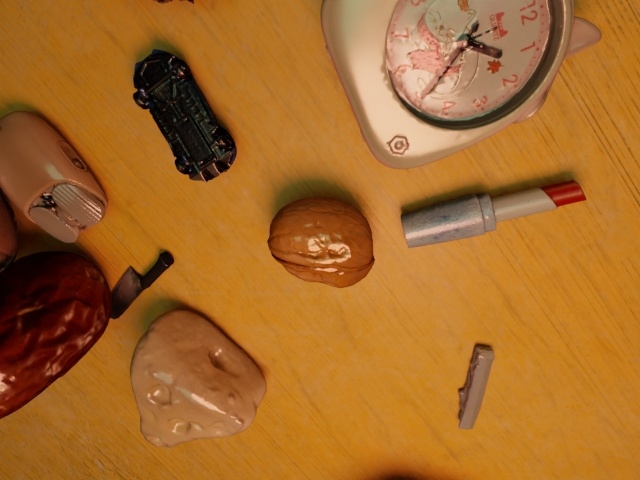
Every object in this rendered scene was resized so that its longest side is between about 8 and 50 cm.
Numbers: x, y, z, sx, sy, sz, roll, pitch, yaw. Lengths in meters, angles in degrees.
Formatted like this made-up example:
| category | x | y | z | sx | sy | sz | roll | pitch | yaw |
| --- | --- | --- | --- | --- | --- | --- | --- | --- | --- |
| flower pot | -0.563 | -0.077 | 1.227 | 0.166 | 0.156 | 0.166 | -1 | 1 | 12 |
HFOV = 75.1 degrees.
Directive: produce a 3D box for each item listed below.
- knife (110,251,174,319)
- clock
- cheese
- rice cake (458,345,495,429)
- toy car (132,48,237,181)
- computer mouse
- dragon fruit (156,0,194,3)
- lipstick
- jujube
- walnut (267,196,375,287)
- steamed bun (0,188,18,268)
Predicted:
| category | x | y | z | sx | sy | sz | roll | pitch | yaw |
| --- | --- | --- | --- | --- | --- | --- | --- | --- | --- |
| knife | -0.375 | 0.090 | 0.829 | 0.230 | 0.028 | 0.060 | -41 | 87 | 22 |
| clock | 0.182 | -0.260 | 0.549 | 0.324 | 0.109 | 0.265 | -18 | 118 | 15 |
| cheese | -0.274 | 0.268 | 0.798 | 0.251 | 0.174 | 0.248 | -27 | 105 | 22 |
| rice cake | 0.288 | 0.280 | 0.787 | 0.042 | 0.030 | 0.180 | 6 | 110 | 1 |
| toy car | -0.218 | -0.201 | 0.677 | 0.103 | 0.063 | 0.216 | -28 | 97 | 16 |
| computer mouse | -0.491 | -0.112 | 0.740 | 0.145 | 0.082 | 0.237 | -30 | 101 | 17 |
| dragon fruit | -0.266 | -0.447 | 0.515 | 0.250 | 0.250 | 0.315 | -20 | 122 | 15 |
| lipstick | 0.268 | -0.047 | 0.657 | 0.273 | 0.061 | 0.068 | -14 | 105 | 14 |
| jujube | -0.498 | 0.149 | 0.709 | 0.222 | 0.318 | 0.223 | 0 | 114 | 1 |
| walnut | 0.000 | 0.000 | 0.676 | 0.180 | 0.144 | 0.144 | 6 | 110 | 12 |
| steamed bun | -0.650 | -0.036 | 0.726 | 0.301 | 0.199 | 0.252 | -13 | 111 | 46 |
